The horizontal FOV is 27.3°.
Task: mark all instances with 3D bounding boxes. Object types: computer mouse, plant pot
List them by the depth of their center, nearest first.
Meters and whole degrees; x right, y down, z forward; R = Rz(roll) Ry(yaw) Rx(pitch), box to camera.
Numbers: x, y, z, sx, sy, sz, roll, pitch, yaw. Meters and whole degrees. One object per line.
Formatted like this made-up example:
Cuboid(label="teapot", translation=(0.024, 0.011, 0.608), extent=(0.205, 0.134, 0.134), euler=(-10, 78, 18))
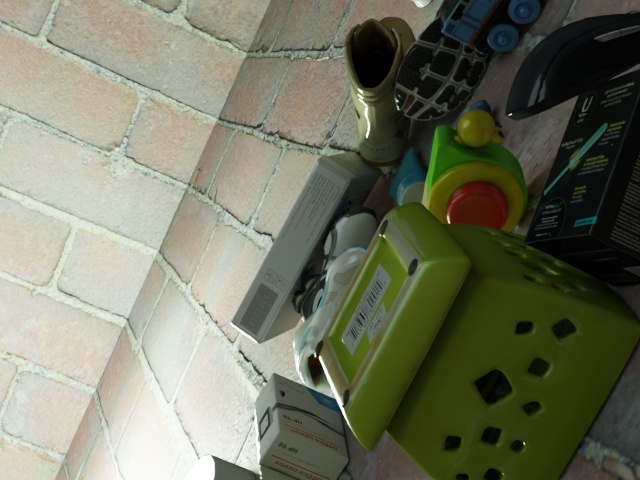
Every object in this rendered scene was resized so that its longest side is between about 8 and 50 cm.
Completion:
Cuboid(label="computer mouse", translation=(0.262, -0.184, 1.230), extent=(0.262, 0.060, 0.184), euler=(-26, 5, -13))
Cuboid(label="plant pot", translation=(0.129, 0.099, 1.241), extent=(0.228, 0.207, 0.227), euler=(-64, 16, 12))

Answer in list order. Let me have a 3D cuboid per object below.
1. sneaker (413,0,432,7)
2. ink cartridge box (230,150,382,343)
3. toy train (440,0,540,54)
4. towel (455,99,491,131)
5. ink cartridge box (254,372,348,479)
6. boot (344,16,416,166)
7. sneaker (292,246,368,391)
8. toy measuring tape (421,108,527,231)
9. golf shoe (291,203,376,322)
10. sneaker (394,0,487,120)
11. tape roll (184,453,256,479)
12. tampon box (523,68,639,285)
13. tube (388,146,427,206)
Cuboid(label="sneaker", translation=(0.180, -0.491, 2.144), extent=(0.208, 0.094, 0.081), euler=(-64, 14, 2))
Cuboid(label="ink cartridge box", translation=(0.000, 0.000, 2.031), extent=(0.296, 0.066, 0.261), euler=(-61, -15, 19))
Cuboid(label="toy train", translation=(0.234, -0.326, 1.702), extent=(0.184, 0.105, 0.080), euler=(-56, 19, 33))
Cuboid(label="towel", translation=(0.196, -0.121, 1.672), extent=(0.067, 0.029, 0.119), euler=(-52, 20, 42))
Cuboid(label="ink cartridge box", translation=(-0.025, 0.257, 1.701), extent=(0.060, 0.104, 0.180), euler=(-59, 18, 20))
Cuboid(label="boot", translation=(0.091, -0.269, 1.940), extent=(0.203, 0.095, 0.262), euler=(74, -157, -58))
Cuboid(label="sneaker", translation=(0.034, 0.107, 1.788), extent=(0.092, 0.087, 0.229), euler=(-100, 29, -52))
Cuboid(label="toy measuring tape", translation=(0.169, -0.004, 1.521), extent=(0.121, 0.121, 0.330), euler=(-89, 5, -55))
Cuboid(label="golf shoe", translation=(0.036, 0.047, 1.898), extent=(0.198, 0.077, 0.094), euler=(-64, 31, 19))
Cuboid(label="sneaker", translation=(0.199, -0.290, 1.836), extent=(0.279, 0.107, 0.118), euler=(-60, -2, 10))
Cuboid(label="tape roll", translation=(-0.176, 0.438, 1.990), extent=(0.219, 0.072, 0.219), euler=(-56, 19, 31))
Cuboid(label="tampon box", translation=(0.276, -0.054, 1.174), extent=(0.161, 0.101, 0.120), euler=(-68, 16, -11))
Cuboid(label="tube", translation=(0.123, -0.076, 1.818), extent=(0.080, 0.052, 0.207), euler=(-58, 12, 10))
